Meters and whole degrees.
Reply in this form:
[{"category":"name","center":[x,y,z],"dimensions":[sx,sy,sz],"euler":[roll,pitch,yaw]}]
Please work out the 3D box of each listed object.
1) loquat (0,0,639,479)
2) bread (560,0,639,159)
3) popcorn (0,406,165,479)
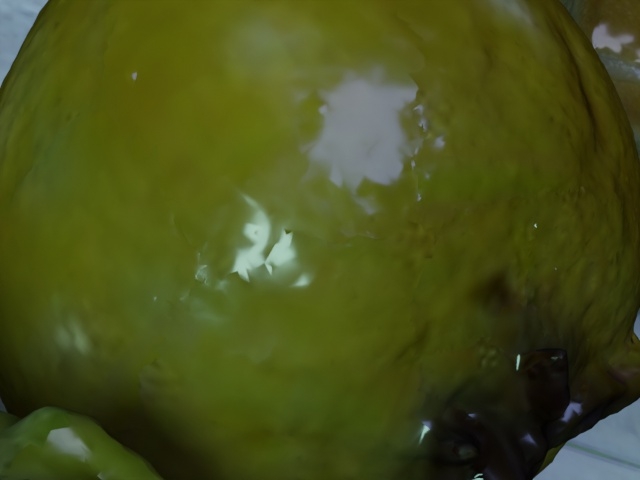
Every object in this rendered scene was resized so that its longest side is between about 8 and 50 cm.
[{"category":"loquat","center":[0.000,0.000,0.575],"dimensions":[0.244,0.244,0.244],"euler":[14,50,-18]},{"category":"bread","center":[0.201,-0.075,0.812],"dimensions":[0.246,0.111,0.239],"euler":[22,50,-13]},{"category":"popcorn","center":[-0.123,0.145,0.400],"dimensions":[0.242,0.235,0.250],"euler":[16,25,15]}]
